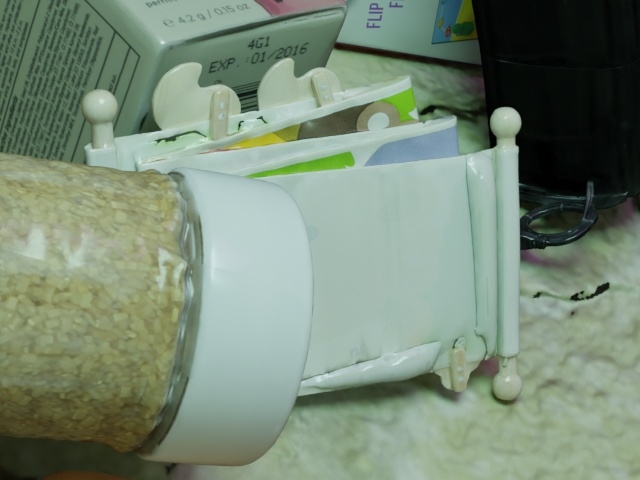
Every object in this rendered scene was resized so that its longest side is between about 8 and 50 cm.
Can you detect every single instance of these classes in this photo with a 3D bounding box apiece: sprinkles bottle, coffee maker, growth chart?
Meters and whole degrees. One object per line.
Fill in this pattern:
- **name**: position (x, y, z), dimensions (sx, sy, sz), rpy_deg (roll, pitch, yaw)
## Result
- **sprinkles bottle**: position (-0.184, 0.012, 0.722), dimensions (0.355, 0.121, 0.121), rpy_deg (8, 41, -22)
- **coffee maker**: position (0.143, -0.117, 1.040), dimensions (0.120, 0.178, 0.171), rpy_deg (-7, 34, 9)
- **growth chart**: position (0.000, 0.000, 0.882), dimensions (0.237, 0.172, 0.021), rpy_deg (-2, 12, -26)

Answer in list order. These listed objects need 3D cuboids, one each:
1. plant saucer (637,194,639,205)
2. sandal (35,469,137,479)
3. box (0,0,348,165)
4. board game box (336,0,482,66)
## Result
- **plant saucer**: position (0.390, -0.064, 1.204), dimensions (0.332, 0.081, 0.333), rpy_deg (25, 38, 1)
- **sandal**: position (0.002, 0.144, 0.770), dimensions (0.265, 0.076, 0.102), rpy_deg (20, 39, -5)
- **box**: position (-0.121, -0.121, 0.958), dimensions (0.127, 0.149, 0.232), rpy_deg (-19, 55, -41)
- **board game box**: position (0.100, -0.221, 1.108), dimensions (0.316, 0.242, 0.064), rpy_deg (8, 36, -20)
